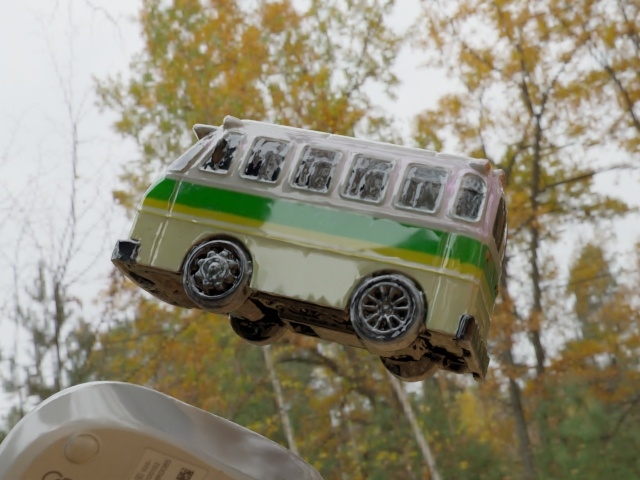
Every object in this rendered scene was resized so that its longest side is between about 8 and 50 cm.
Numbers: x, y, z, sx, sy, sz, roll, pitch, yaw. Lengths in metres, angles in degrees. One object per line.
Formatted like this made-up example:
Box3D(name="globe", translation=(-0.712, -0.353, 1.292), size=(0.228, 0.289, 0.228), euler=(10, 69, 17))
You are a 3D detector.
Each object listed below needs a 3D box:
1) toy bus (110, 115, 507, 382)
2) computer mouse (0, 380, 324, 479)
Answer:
Box3D(name="toy bus", translation=(0.000, 0.000, 0.829), size=(0.305, 0.179, 0.143), euler=(11, -16, 19))
Box3D(name="computer mouse", translation=(-0.128, 0.211, 0.798), size=(0.296, 0.184, 0.121), euler=(23, 12, -24))
